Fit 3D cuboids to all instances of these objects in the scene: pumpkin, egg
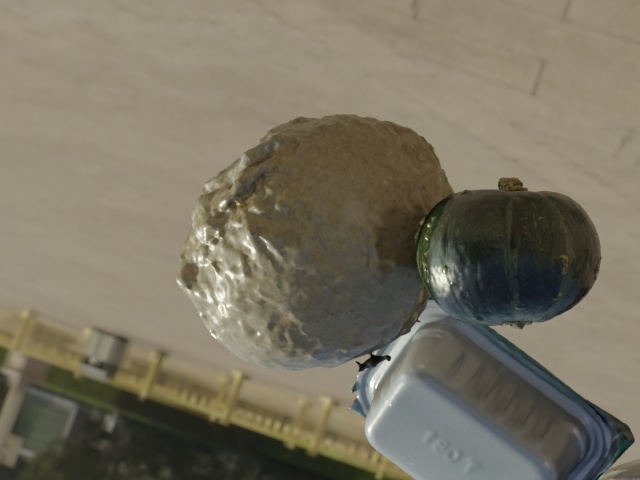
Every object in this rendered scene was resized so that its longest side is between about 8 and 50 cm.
[{"bbox_3d":[0.183,0.014,1.547,0.190,0.146,0.190,-3,161,-1],"label":"pumpkin"},{"bbox_3d":[0.000,0.000,1.687,0.279,0.310,0.279,52,-178,-3],"label":"egg"}]

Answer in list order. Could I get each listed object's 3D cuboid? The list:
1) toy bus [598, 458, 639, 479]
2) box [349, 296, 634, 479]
[{"bbox_3d":[0.516,0.339,2.040,0.162,0.171,0.386,-7,166,-29],"label":"toy bus"},{"bbox_3d":[0.197,0.254,2.060,0.336,0.264,0.106,35,-142,6],"label":"box"}]
